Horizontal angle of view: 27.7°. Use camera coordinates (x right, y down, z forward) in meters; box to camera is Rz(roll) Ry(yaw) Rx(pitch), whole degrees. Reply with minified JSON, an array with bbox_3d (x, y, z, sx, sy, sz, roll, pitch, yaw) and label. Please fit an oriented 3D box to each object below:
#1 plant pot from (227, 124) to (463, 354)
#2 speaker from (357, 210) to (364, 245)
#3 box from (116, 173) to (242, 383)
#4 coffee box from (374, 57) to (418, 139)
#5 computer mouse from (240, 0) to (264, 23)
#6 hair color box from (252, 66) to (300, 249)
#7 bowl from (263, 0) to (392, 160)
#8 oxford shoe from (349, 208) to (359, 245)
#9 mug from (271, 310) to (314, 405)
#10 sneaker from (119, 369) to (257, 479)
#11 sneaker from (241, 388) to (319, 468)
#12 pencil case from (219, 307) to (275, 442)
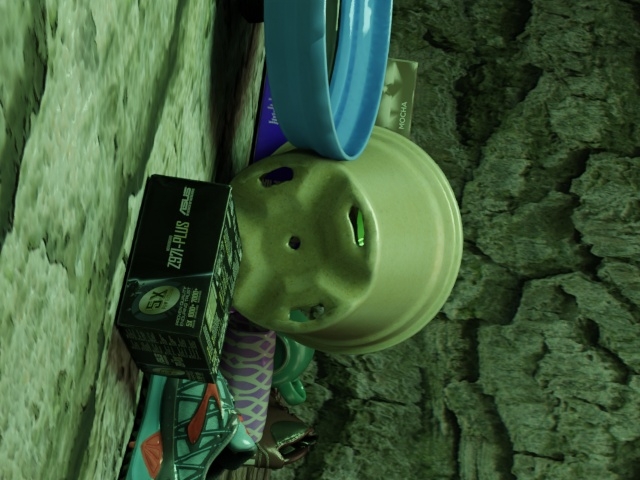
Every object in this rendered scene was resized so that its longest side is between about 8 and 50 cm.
[{"bbox_3d":[0.000,0.000,1.711,0.305,0.334,0.334,-3,103,-75],"label":"plant pot"},{"bbox_3d":[0.045,0.018,2.334,0.131,0.296,0.131,59,-14,25],"label":"speaker"},{"bbox_3d":[-0.129,0.041,1.225,0.180,0.077,0.147,90,10,-71],"label":"box"},{"bbox_3d":[0.080,-0.198,2.092,0.297,0.119,0.168,-140,-123,-89],"label":"coffee box"},{"bbox_3d":[-0.055,-0.340,1.515,0.272,0.072,0.188,89,10,-74],"label":"computer mouse"},{"bbox_3d":[-0.042,-0.157,1.999,0.185,0.110,0.339,-62,159,-84],"label":"hair color box"},{"bbox_3d":[0.015,-0.292,1.535,0.391,0.077,0.391,5,90,-77],"label":"bowl"},{"bbox_3d":[0.028,-0.015,2.000,0.227,0.083,0.096,98,-2,-57],"label":"oxford shoe"},{"bbox_3d":[-0.068,0.176,2.052,0.129,0.158,0.097,-57,176,11],"label":"mug"},{"bbox_3d":[-0.123,0.192,1.336,0.104,0.125,0.262,94,6,-64],"label":"sneaker"},{"bbox_3d":[-0.077,0.286,2.123,0.281,0.162,0.106,-76,174,-55],"label":"sneaker"},{"bbox_3d":[-0.117,0.207,1.937,0.088,0.086,0.206,37,-58,54],"label":"pencil case"}]
